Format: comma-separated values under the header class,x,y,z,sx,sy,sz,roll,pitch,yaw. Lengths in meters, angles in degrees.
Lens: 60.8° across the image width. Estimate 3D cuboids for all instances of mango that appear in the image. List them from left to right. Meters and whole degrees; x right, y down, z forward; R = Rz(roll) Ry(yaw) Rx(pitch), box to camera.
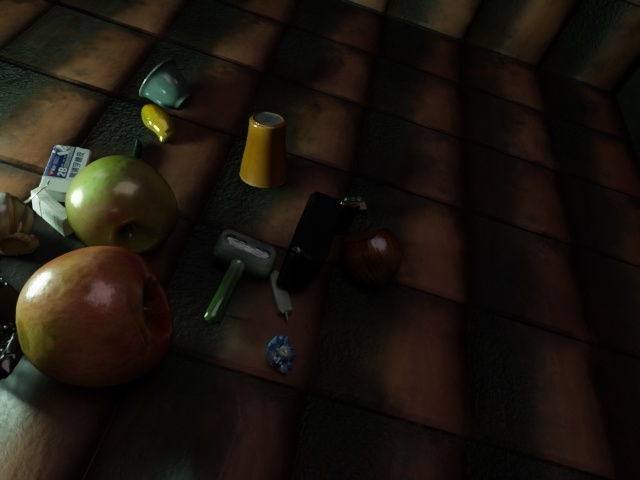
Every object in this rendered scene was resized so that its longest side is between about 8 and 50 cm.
class,x,y,z,sx,sy,sz,roll,pitch,yaw
mango,-0.624,-0.457,2.107,0.098,0.075,0.190,-33,72,-17

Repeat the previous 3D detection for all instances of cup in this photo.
class,x,y,z,sx,sy,sz,roll,pitch,yaw
cup,-0.602,-0.601,2.189,0.150,0.199,0.199,44,48,-5
cup,-0.202,-0.345,2.045,0.182,0.264,0.226,9,37,-1

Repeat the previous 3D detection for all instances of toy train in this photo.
class,x,y,z,sx,sy,sz,roll,pitch,yaw
toy train,0.126,-0.136,2.116,0.103,0.044,0.064,-4,63,-22

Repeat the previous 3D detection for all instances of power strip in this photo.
class,x,y,z,sx,sy,sz,roll,pitch,yaw
power strip,-0.129,0.177,1.765,0.047,0.030,0.191,-2,52,-23

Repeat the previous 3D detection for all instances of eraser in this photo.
class,x,y,z,sx,sy,sz,roll,pitch,yaw
eraser,-0.853,-0.223,1.832,0.124,0.068,0.210,9,49,-15

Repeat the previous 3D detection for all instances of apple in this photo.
class,x,y,z,sx,sy,sz,roll,pitch,yaw
apple,-0.570,0.198,1.383,0.364,0.364,0.364,10,49,-11
apple,-0.605,-0.110,1.664,0.319,0.319,0.277,-6,48,-23

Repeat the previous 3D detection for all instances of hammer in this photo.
class,x,y,z,sx,sy,sz,roll,pitch,yaw
hammer,-0.277,0.127,1.715,0.206,0.119,0.335,22,54,0

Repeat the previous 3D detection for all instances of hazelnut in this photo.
class,x,y,z,sx,sy,sz,roll,pitch,yaw
hazelnut,0.179,0.053,1.892,0.210,0.210,0.186,15,25,-7

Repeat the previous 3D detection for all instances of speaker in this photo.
class,x,y,z,sx,sy,sz,roll,pitch,yaw
speaker,0.000,0.000,1.846,0.184,0.180,0.388,23,41,-3

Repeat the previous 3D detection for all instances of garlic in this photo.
class,x,y,z,sx,sy,sz,roll,pitch,yaw
garlic,-0.888,-0.059,1.614,0.256,0.207,0.207,-33,67,-33

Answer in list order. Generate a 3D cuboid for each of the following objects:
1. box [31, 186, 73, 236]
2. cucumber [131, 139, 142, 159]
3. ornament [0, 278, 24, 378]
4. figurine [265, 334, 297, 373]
class,x,y,z,sx,sy,sz,roll,pitch,yaw
box,-0.841,-0.089,1.711,0.154,0.084,0.040,38,50,14
cucumber,-0.672,-0.308,1.990,0.033,0.036,0.184,1,51,-8
ornament,-0.858,0.202,1.377,0.260,0.106,0.251,38,41,-24
figurine,-0.113,0.327,1.609,0.114,0.079,0.114,16,62,-33
